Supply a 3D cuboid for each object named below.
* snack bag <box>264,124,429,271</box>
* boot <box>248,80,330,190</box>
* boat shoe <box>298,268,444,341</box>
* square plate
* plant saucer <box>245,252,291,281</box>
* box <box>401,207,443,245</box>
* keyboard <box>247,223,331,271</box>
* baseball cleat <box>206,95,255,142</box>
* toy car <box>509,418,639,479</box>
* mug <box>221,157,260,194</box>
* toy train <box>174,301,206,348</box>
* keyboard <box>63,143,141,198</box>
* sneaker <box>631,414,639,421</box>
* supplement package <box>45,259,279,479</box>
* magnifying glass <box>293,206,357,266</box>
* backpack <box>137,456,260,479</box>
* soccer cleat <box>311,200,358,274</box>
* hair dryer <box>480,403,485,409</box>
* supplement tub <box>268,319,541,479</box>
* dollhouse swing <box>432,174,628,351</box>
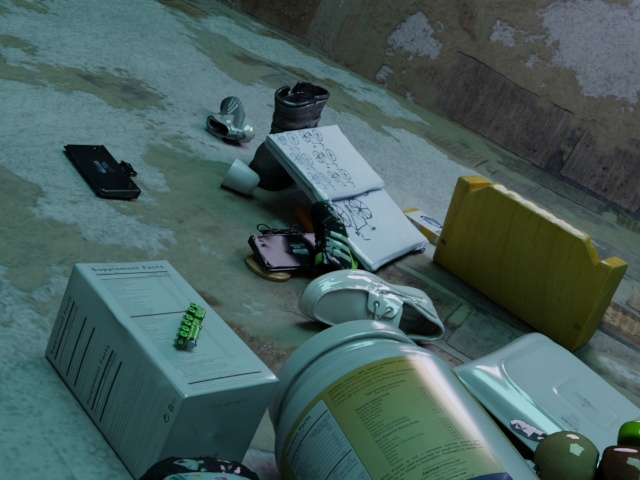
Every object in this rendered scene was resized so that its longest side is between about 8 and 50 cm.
[{"bbox_3d":[0.065,-0.094,1.780,0.342,0.037,0.323,52,26,10],"label":"snack bag"},{"bbox_3d":[-0.029,-0.241,1.935,0.118,0.222,0.338,28,22,11],"label":"boot"},{"bbox_3d":[0.095,0.116,1.412,0.277,0.098,0.096,9,25,-36],"label":"boat shoe"},{"bbox_3d":[0.413,0.277,1.391,0.347,0.049,0.344,41,25,24],"label":"square plate"},{"bbox_3d":[-0.088,0.043,1.504,0.084,0.013,0.083,21,22,-9],"label":"plant saucer"},{"bbox_3d":[0.248,-0.027,1.996,0.136,0.028,0.081,37,25,24],"label":"box"},{"bbox_3d":[-0.050,0.018,1.550,0.192,0.038,0.100,-1,54,-45],"label":"keyboard"},{"bbox_3d":[-0.224,-0.294,2.064,0.110,0.072,0.206,4,25,-27],"label":"baseball cleat"},{"bbox_3d":[0.329,0.308,1.150,0.188,0.148,0.155,18,41,14],"label":"toy car"},{"bbox_3d":[-0.156,-0.127,1.767,0.064,0.062,0.078,30,28,-6],"label":"mug"},{"bbox_3d":[-0.142,0.094,0.961,0.024,0.017,0.083,31,21,-12],"label":"toy train"},{"bbox_3d":[-0.383,-0.125,1.576,0.108,0.023,0.180,-3,35,-38],"label":"keyboard"},{"bbox_3d":[0.528,0.301,1.327,0.134,0.070,0.051,27,21,-12],"label":"sneaker"},{"bbox_3d":[-0.188,0.143,1.005,0.139,0.133,0.244,0,33,-46],"label":"supplement package"},{"bbox_3d":[0.000,0.000,1.686,0.092,0.026,0.231,11,27,-30],"label":"magnifying glass"},{"bbox_3d":[-0.093,0.287,0.802,0.152,0.115,0.182,14,26,-31],"label":"backpack"},{"bbox_3d":[0.016,0.013,1.532,0.072,0.060,0.178,-9,73,-43],"label":"soccer cleat"},{"bbox_3d":[0.115,0.224,1.246,0.294,0.080,0.223,32,12,-8],"label":"hair dryer"},{"bbox_3d":[0.087,0.250,0.918,0.228,0.228,0.316,11,25,-31],"label":"supplement tub"},{"bbox_3d":[0.475,0.009,1.827,0.347,0.315,0.305,35,44,27],"label":"dollhouse swing"}]
